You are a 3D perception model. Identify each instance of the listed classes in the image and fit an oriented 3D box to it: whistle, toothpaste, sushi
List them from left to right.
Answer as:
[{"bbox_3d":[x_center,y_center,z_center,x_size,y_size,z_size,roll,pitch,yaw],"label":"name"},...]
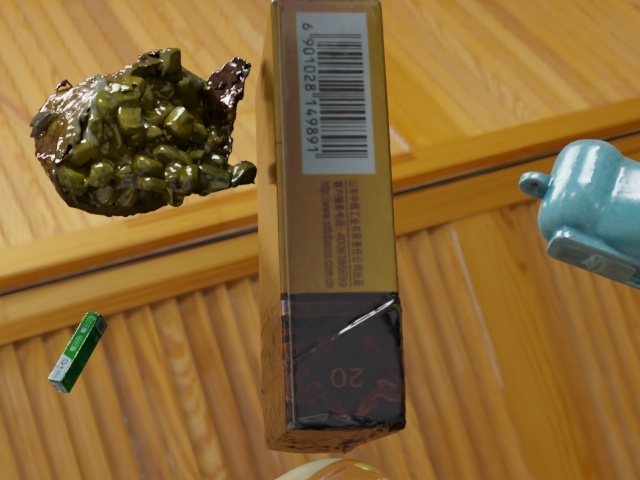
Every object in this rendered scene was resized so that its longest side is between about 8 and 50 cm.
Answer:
[{"bbox_3d":[-0.231,0.106,1.046,0.017,0.083,0.020,6,139,23],"label":"toothpaste"},{"bbox_3d":[-0.170,-0.109,1.122,0.179,0.296,0.167,-17,86,31],"label":"sushi"},{"bbox_3d":[0.272,0.005,0.785,0.186,0.274,0.093,99,-166,-66],"label":"whistle"}]

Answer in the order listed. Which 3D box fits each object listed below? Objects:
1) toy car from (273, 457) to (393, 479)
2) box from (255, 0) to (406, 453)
[{"bbox_3d":[0.036,0.237,0.568,0.235,0.145,0.235,4,98,28],"label":"toy car"},{"bbox_3d":[-0.001,0.001,1.110,0.264,0.115,0.415,119,149,-73],"label":"box"}]
